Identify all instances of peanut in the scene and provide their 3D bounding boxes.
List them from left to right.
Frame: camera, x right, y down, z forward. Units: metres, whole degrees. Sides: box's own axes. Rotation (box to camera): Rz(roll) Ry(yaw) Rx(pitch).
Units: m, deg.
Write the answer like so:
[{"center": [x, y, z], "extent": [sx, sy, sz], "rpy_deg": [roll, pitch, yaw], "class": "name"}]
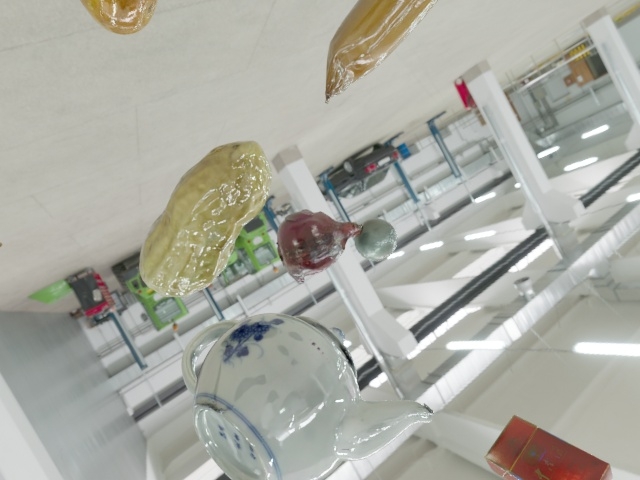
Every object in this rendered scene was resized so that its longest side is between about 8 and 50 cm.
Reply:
[{"center": [-0.185, -0.031, 0.671], "extent": [0.306, 0.147, 0.147], "rpy_deg": [-53, 171, 26], "class": "peanut"}]

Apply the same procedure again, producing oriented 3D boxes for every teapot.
[{"center": [-0.046, 0.220, 0.651], "extent": [0.423, 0.253, 0.280], "rpy_deg": [13, -148, 32], "class": "teapot"}]

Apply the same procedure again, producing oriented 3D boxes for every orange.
[{"center": [-0.380, -0.470, 0.786], "extent": [0.155, 0.134, 0.155], "rpy_deg": [-55, -156, 38], "class": "orange"}]

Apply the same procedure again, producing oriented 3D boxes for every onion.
[{"center": [-0.007, -0.013, 0.928], "extent": [0.198, 0.136, 0.173], "rpy_deg": [-31, -162, -6], "class": "onion"}]

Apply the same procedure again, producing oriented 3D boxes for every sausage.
[{"center": [0.098, -0.362, 0.701], "extent": [0.328, 0.112, 0.112], "rpy_deg": [-50, -177, -1], "class": "sausage"}]

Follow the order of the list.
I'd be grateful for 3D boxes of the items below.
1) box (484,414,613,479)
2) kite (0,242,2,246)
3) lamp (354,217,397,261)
[{"center": [0.405, 0.407, 0.757], "extent": [0.112, 0.048, 0.175], "rpy_deg": [-41, -152, -23], "class": "box"}, {"center": [-0.574, 0.084, 0.535], "extent": [0.016, 0.233, 0.321], "rpy_deg": [-50, -158, 37], "class": "kite"}, {"center": [0.131, -0.001, 0.996], "extent": [0.105, 0.105, 0.105], "rpy_deg": [-29, -178, 1], "class": "lamp"}]
